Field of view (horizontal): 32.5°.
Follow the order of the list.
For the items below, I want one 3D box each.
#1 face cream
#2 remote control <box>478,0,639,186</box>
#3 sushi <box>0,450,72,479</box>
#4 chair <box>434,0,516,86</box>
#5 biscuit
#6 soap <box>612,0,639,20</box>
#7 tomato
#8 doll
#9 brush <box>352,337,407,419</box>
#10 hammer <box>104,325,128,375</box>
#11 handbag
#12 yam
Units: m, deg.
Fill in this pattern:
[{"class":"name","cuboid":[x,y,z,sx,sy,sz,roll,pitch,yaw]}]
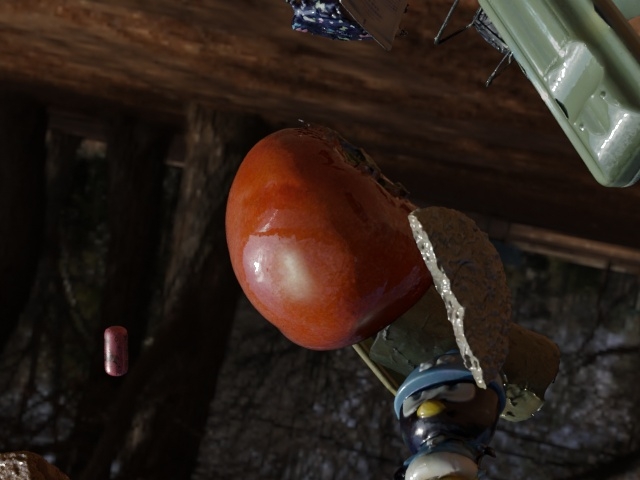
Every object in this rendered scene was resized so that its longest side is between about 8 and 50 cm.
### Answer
[{"class":"face cream","cuboid":[0.097,-0.392,1.604,0.114,0.224,0.070,40,149,-30]},{"class":"remote control","cuboid":[0.260,-0.210,1.167,0.065,0.128,0.335,-1,-132,-29]},{"class":"sushi","cuboid":[-0.440,0.454,1.745,0.287,0.140,0.149,41,-146,-13]},{"class":"chair","cuboid":[0.345,-0.408,2.060,0.140,0.145,0.221,44,-137,13]},{"class":"biscuit","cuboid":[0.200,0.055,1.437,0.032,0.250,0.133,-12,-166,47]},{"class":"soap","cuboid":[0.524,-0.458,2.037,0.114,0.063,0.198,-18,-154,7]},{"class":"tomato","cuboid":[0.000,0.000,1.578,0.341,0.273,0.341,38,-172,-6]},{"class":"doll","cuboid":[0.191,0.272,1.657,0.177,0.141,0.314,-19,-152,21]},{"class":"brush","cuboid":[0.140,0.271,1.916,0.282,0.048,0.054,51,-144,2]},{"class":"hammer","cuboid":[-0.340,0.183,1.829,0.043,0.083,0.043,-1,-171,0]},{"class":"handbag","cuboid":[0.057,-0.453,2.184,0.162,0.113,0.260,0,-176,39]},{"class":"yam","cuboid":[0.239,0.185,1.871,0.304,0.168,0.168,25,-176,-4]}]
